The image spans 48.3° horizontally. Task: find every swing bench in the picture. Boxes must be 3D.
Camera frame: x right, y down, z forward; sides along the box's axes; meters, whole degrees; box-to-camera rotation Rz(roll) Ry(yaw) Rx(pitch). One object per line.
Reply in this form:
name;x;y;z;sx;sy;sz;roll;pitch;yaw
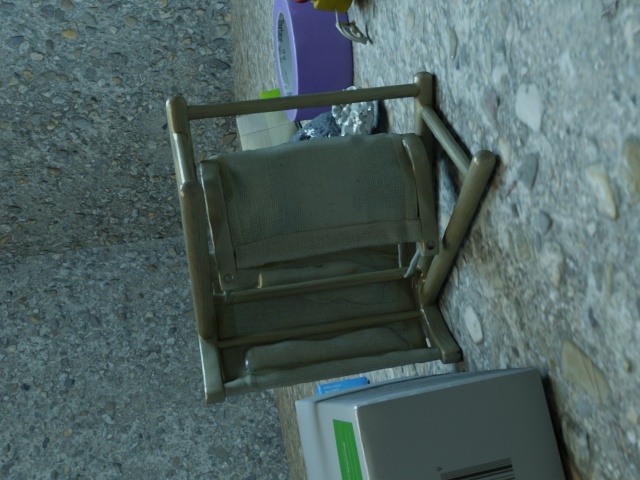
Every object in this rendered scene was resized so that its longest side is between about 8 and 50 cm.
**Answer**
swing bench;0.000;0.000;0.675;0.165;0.253;0.255;-110;16;-49

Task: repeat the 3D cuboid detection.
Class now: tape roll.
tape roll;-0.014;-0.271;1.037;0.189;0.080;0.189;172;90;-79

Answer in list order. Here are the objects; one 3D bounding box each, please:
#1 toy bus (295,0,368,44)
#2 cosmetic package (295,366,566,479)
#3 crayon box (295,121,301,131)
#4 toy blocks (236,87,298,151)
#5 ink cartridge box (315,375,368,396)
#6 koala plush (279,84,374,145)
toy bus;-0.012;-0.359;0.864;0.104;0.202;0.191;-53;28;31
cosmetic package;0.084;0.231;0.671;0.365;0.155;0.197;125;134;-74
crayon box;-0.079;-0.108;1.517;0.202;0.081;0.319;-111;17;-52
toy blocks;-0.048;-0.035;1.228;0.261;0.190;0.382;77;177;-52
ink cartridge box;0.050;0.342;1.135;0.148;0.085;0.203;97;162;-55
koala plush;0.012;-0.065;0.887;0.196;0.203;0.221;110;171;-64
